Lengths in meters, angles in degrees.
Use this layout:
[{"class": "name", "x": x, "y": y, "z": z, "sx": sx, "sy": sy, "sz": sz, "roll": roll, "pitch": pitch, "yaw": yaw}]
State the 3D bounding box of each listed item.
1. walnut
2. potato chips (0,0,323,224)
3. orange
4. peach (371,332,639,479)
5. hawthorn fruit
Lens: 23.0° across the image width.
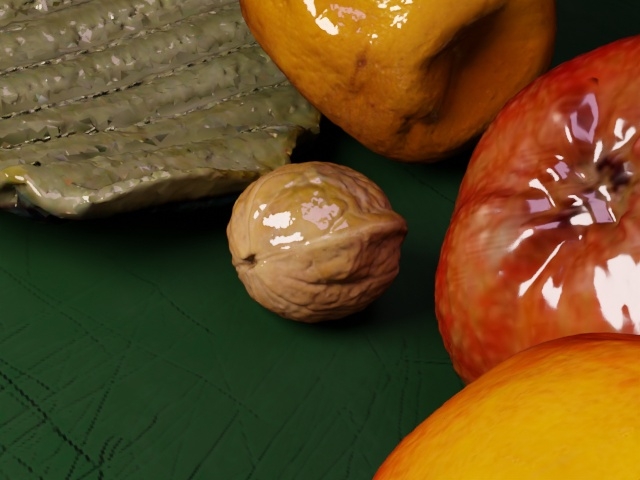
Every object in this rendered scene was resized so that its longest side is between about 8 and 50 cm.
[{"class": "walnut", "x": 0.000, "y": 0.000, "z": 0.995, "sx": 0.124, "sy": 0.105, "sz": 0.105, "roll": -10, "pitch": 44, "yaw": -35}, {"class": "potato chips", "x": -0.167, "y": -0.123, "z": 1.113, "sx": 0.358, "sy": 0.070, "sz": 0.429, "roll": 35, "pitch": 37, "yaw": 27}, {"class": "orange", "x": 0.064, "y": -0.188, "z": 1.159, "sx": 0.249, "sy": 0.183, "sz": 0.249, "roll": 38, "pitch": 24, "yaw": -20}, {"class": "peach", "x": 0.123, "y": 0.182, "z": 0.649, "sx": 0.289, "sy": 0.289, "sz": 0.308, "roll": -8, "pitch": 52, "yaw": -32}, {"class": "hawthorn fruit", "x": 0.227, "y": 0.011, "z": 0.941, "sx": 0.300, "sy": 0.275, "sz": 0.275, "roll": 3, "pitch": 37, "yaw": -36}]
